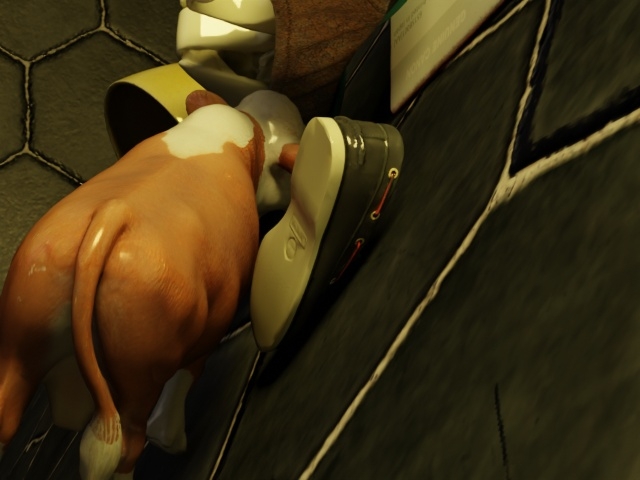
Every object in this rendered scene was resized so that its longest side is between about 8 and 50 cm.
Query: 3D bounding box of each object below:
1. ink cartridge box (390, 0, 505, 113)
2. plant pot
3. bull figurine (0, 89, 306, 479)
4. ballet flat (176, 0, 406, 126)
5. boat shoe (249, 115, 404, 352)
[{"bbox_3d":[0.112,-0.220,0.785,0.275,0.060,0.239,137,137,-58],"label":"ink cartridge box"},{"bbox_3d":[-0.070,-0.070,1.095,0.095,0.134,0.134,-33,-2,-26],"label":"plant pot"},{"bbox_3d":[-0.083,0.024,0.798,0.310,0.101,0.188,-37,-35,-72],"label":"bull figurine"},{"bbox_3d":[-0.026,-0.130,0.904,0.316,0.106,0.108,122,147,-70],"label":"ballet flat"},{"bbox_3d":[0.001,0.001,0.723,0.049,0.042,0.133,64,143,42],"label":"boat shoe"}]
